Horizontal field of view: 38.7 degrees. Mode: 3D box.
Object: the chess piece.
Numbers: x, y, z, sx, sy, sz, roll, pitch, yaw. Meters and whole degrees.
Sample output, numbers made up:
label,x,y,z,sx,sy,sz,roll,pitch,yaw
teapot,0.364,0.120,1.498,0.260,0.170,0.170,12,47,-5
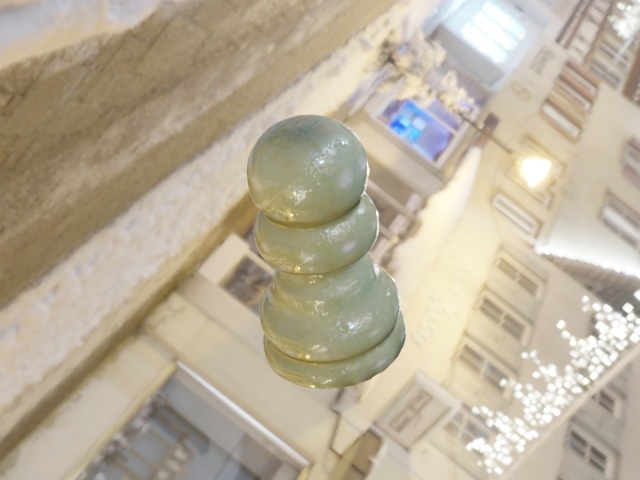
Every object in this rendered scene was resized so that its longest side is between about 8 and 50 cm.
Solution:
label,x,y,z,sx,sy,sz,roll,pitch,yaw
chess piece,0.000,0.000,0.843,0.144,0.144,0.251,-51,144,-43
